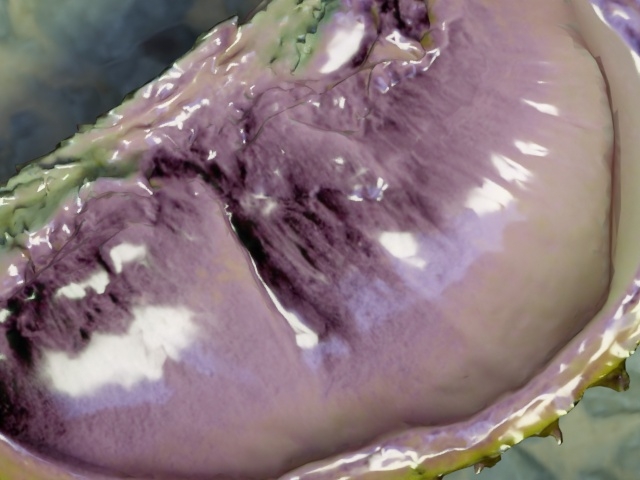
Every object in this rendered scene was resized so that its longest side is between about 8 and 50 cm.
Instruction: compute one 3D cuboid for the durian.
[{"bbox_3d":[-0.001,0.001,0.709,0.341,0.112,0.191,-34,106,11],"label":"durian"}]
